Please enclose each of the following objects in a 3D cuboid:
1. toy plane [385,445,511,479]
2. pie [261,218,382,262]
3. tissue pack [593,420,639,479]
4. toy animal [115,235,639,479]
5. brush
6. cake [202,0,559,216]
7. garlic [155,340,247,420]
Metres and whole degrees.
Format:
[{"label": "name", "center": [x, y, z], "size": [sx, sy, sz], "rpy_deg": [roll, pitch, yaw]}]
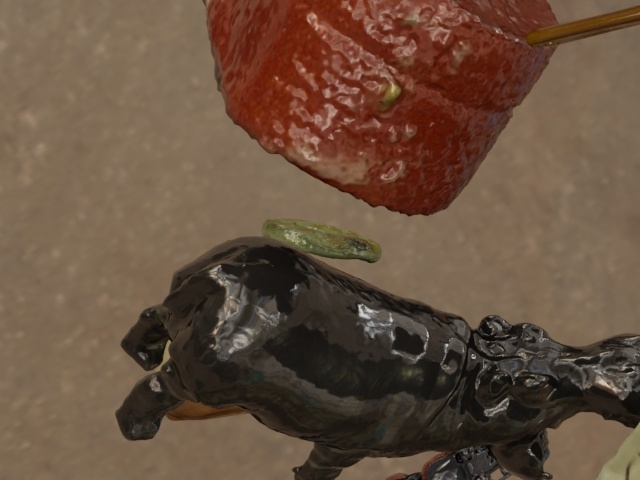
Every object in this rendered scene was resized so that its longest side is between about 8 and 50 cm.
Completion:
[{"label": "toy plane", "center": [0.085, 0.163, 1.281], "size": [0.145, 0.060, 0.037], "rpy_deg": [-24, 94, -39]}, {"label": "pie", "center": [0.000, 0.000, 1.251], "size": [0.085, 0.085, 0.017], "rpy_deg": [5, 100, -47]}, {"label": "tissue pack", "center": [0.331, 0.281, 0.949], "size": [0.331, 0.205, 0.405], "rpy_deg": [21, 25, -22]}, {"label": "toy animal", "center": [0.047, 0.088, 1.158], "size": [0.343, 0.168, 0.106], "rpy_deg": [12, 48, -21]}, {"label": "brush", "center": [0.164, -0.112, 0.889], "size": [0.043, 0.170, 0.014], "rpy_deg": [1, 83, -41]}, {"label": "cake", "center": [0.035, -0.138, 1.072], "size": [0.177, 0.151, 0.283], "rpy_deg": [20, 25, -21]}, {"label": "garlic", "center": [-0.015, 0.080, 1.303], "size": [0.115, 0.206, 0.128], "rpy_deg": [-61, 157, -83]}]
